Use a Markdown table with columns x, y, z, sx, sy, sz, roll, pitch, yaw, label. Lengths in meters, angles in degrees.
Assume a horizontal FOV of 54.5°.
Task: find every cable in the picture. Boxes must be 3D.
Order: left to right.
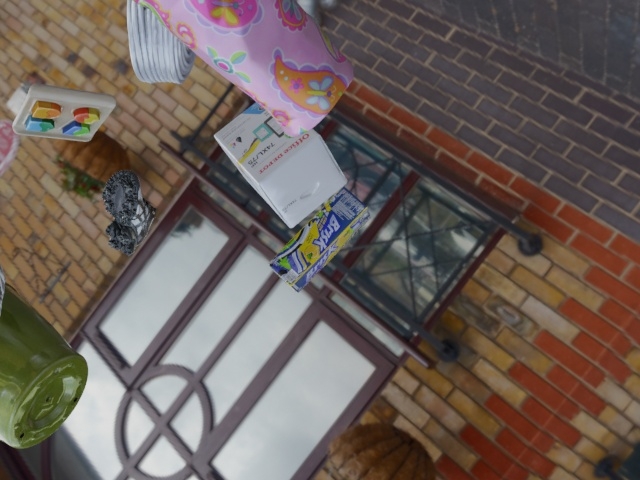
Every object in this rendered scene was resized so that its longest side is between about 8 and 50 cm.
| x | y | z | sx | sy | sz | roll | pitch | yaw | label |
| --- | --- | --- | --- | --- | --- | --- | --- | --- | --- |
| -0.250 | -0.393 | 1.050 | 0.089 | 0.257 | 0.257 | 10 | -146 | -3 | cable |

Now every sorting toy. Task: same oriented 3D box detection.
| x | y | z | sx | sy | sz | roll | pitch | yaw | label |
| --- | --- | --- | --- | --- | --- | --- | --- | --- | --- |
| -0.614 | -0.295 | 1.489 | 0.193 | 0.208 | 0.038 | 1 | -110 | -37 | sorting toy |

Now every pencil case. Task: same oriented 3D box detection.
| x | y | z | sx | sy | sz | roll | pitch | yaw | label |
| --- | --- | --- | --- | --- | --- | --- | --- | --- | --- |
| -0.093 | -0.242 | 0.688 | 0.284 | 0.124 | 0.124 | 36 | -178 | -30 | pencil case |

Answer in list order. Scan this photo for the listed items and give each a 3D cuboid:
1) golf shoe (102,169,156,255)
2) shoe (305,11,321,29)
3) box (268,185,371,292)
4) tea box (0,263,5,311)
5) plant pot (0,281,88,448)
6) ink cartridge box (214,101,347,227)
| x | y | z | sx | sy | sz | roll | pitch | yaw | label |
| --- | --- | --- | --- | --- | --- | --- | --- | --- | --- |
| -0.363 | -0.067 | 1.196 | 0.077 | 0.198 | 0.094 | 31 | -137 | 10 | golf shoe |
| -0.066 | -0.280 | 0.836 | 0.064 | 0.081 | 0.178 | -11 | -133 | -39 | shoe |
| 0.000 | 0.000 | 0.960 | 0.054 | 0.169 | 0.059 | 43 | 176 | 18 | box |
| -0.577 | 0.006 | 0.805 | 0.323 | 0.220 | 0.328 | -134 | 34 | -58 | tea box |
| -0.755 | 0.293 | 1.445 | 0.353 | 0.366 | 0.366 | 25 | 179 | 16 | plant pot |
| -0.105 | -0.213 | 1.632 | 0.270 | 0.198 | 0.197 | 46 | 174 | 41 | ink cartridge box |
